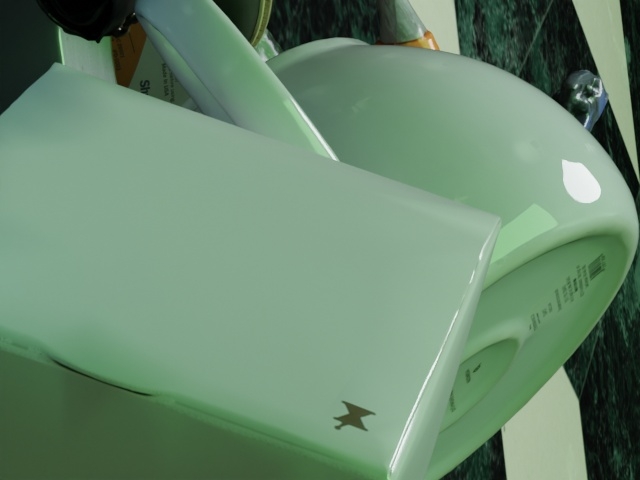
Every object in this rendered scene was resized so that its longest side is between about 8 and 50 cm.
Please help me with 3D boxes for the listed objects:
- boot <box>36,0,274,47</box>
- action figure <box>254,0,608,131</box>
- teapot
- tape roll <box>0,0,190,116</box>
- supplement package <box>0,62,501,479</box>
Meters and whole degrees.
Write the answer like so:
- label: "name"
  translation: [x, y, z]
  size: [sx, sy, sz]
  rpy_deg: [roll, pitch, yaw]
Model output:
- label: "boot"
  translation: [-0.078, -0.112, 0.849]
  size: [0.198, 0.077, 0.137]
  rpy_deg: [68, 29, -50]
- label: "action figure"
  translation: [0.051, -0.036, 1.263]
  size: [0.341, 0.178, 0.330]
  rpy_deg: [-56, 143, -40]
- label: "teapot"
  translation: [0.000, 0.000, 0.870]
  size: [0.252, 0.256, 0.187]
  rpy_deg: [-19, 61, -47]
- label: "tape roll"
  translation: [-0.108, -0.081, 0.973]
  size: [0.219, 0.072, 0.219]
  rpy_deg: [-6, 90, -70]
- label: "supplement package"
  translation: [-0.069, 0.120, 0.696]
  size: [0.175, 0.177, 0.293]
  rpy_deg: [-58, 166, -59]
